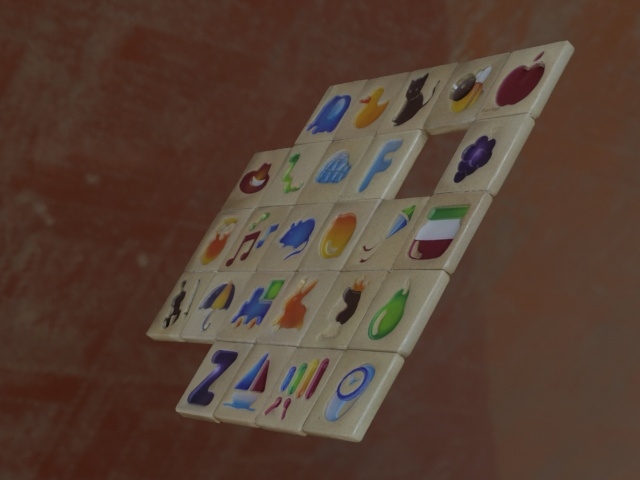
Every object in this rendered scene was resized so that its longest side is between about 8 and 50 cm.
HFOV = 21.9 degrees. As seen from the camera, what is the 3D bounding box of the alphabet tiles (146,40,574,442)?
[{"bbox_3d":[0.000,0.000,0.777,0.009,0.237,0.198,38,70,-24],"label":"alphabet tiles"}]
